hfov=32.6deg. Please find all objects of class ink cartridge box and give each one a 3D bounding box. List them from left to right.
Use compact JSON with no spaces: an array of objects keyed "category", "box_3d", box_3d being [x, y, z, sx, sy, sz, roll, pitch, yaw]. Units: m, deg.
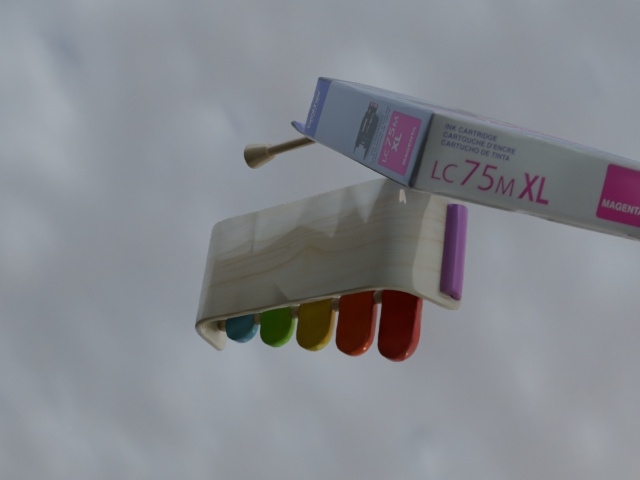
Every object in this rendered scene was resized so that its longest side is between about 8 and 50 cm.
[{"category":"ink cartridge box","box_3d":[0.104,-0.074,0.859,0.186,0.311,0.065,12,-83,-19]}]

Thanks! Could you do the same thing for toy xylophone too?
[{"category":"toy xylophone","box_3d":[0.000,0.000,1.095,0.323,0.236,0.081,-4,-27,40]}]
